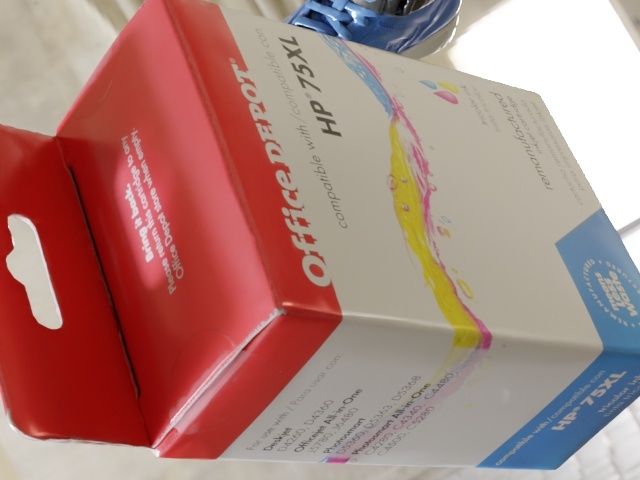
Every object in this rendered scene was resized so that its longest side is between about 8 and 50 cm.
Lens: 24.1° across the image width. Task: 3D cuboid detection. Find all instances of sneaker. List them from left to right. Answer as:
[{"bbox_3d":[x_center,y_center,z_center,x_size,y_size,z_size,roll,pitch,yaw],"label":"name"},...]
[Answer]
[{"bbox_3d":[0.002,-0.091,0.618,0.152,0.058,0.084,-33,-25,-23],"label":"sneaker"}]

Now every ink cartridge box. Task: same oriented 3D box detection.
[{"bbox_3d":[0.000,0.000,0.506,0.231,0.134,0.078,9,-44,-39],"label":"ink cartridge box"}]
